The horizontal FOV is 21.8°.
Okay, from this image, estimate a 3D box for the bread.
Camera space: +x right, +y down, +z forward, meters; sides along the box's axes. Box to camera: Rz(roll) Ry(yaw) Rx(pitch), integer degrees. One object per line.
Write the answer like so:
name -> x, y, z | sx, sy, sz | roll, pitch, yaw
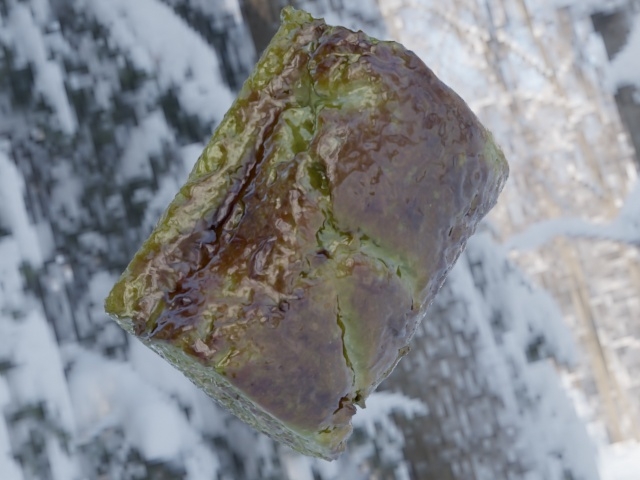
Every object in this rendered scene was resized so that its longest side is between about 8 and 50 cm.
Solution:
bread -> 0.000, 0.000, 0.757 | 0.103, 0.172, 0.132 | 16, -21, 48
